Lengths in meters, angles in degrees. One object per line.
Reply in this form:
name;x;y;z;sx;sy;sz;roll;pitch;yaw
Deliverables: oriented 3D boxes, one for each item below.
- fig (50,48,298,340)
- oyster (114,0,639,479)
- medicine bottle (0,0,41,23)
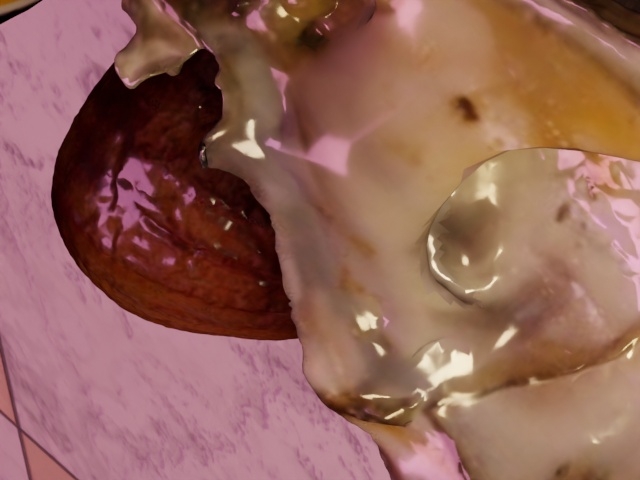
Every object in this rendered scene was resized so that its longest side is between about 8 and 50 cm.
fig;0.000;0.000;0.733;0.201;0.146;0.134;44;-177;1
oyster;0.074;-0.003;0.638;0.275;0.100;0.271;2;112;12
medicine bottle;-0.097;-0.244;0.549;0.242;0.242;0.395;51;137;8
